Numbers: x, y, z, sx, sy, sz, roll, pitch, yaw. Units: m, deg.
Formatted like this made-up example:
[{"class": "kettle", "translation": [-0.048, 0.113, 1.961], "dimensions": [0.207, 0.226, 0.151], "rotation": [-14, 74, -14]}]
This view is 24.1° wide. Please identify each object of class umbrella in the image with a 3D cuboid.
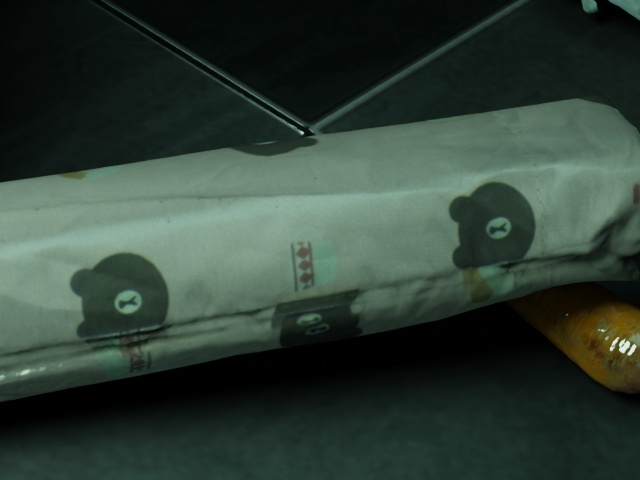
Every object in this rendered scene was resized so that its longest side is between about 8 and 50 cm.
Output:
[{"class": "umbrella", "translation": [0.000, 0.000, 0.518], "dimensions": [0.337, 0.067, 0.073], "rotation": [-10, 46, -14]}]

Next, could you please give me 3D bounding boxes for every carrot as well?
[{"class": "carrot", "translation": [0.092, 0.025, 0.566], "dimensions": [0.032, 0.032, 0.093], "rotation": [-25, 47, -36]}]

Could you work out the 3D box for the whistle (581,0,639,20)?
[{"class": "whistle", "translation": [0.247, -0.123, 0.709], "dimensions": [0.348, 0.189, 0.189], "rotation": [13, 35, 37]}]
